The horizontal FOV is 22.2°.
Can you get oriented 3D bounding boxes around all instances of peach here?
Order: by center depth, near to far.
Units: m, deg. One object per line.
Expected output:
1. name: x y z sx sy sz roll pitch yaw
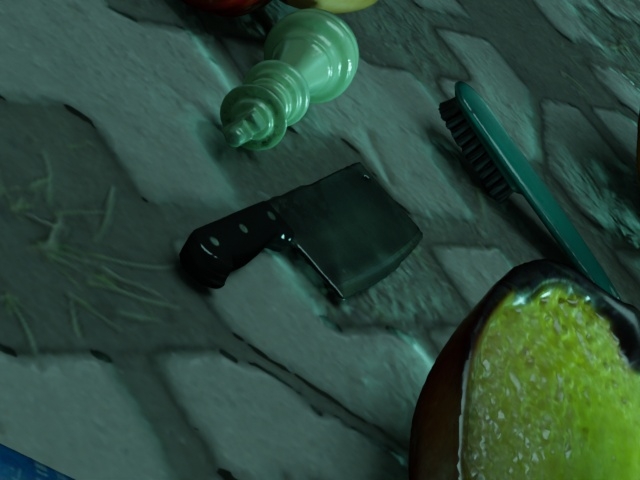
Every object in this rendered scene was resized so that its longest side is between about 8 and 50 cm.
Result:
1. peach: 0.108 0.138 0.764 0.189 0.068 0.279 37 45 -20

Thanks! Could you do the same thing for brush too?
1. brush: 0.140 -0.023 1.102 0.193 0.032 0.043 56 23 1

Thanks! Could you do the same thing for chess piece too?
1. chess piece: -0.026 -0.087 0.946 0.059 0.059 0.149 41 33 -2

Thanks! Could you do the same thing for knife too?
1. knife: 0.000 0.000 0.884 0.072 0.019 0.245 47 25 8

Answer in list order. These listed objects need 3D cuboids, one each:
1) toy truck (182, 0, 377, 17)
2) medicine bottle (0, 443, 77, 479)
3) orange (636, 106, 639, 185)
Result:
1. toy truck: -0.022 -0.285 1.034 0.265 0.239 0.189 50 28 14
2. medicine bottle: -0.091 0.106 0.562 0.191 0.051 0.051 30 29 -22
3. orange: 0.387 -0.077 1.214 0.312 0.312 0.312 32 28 -19
